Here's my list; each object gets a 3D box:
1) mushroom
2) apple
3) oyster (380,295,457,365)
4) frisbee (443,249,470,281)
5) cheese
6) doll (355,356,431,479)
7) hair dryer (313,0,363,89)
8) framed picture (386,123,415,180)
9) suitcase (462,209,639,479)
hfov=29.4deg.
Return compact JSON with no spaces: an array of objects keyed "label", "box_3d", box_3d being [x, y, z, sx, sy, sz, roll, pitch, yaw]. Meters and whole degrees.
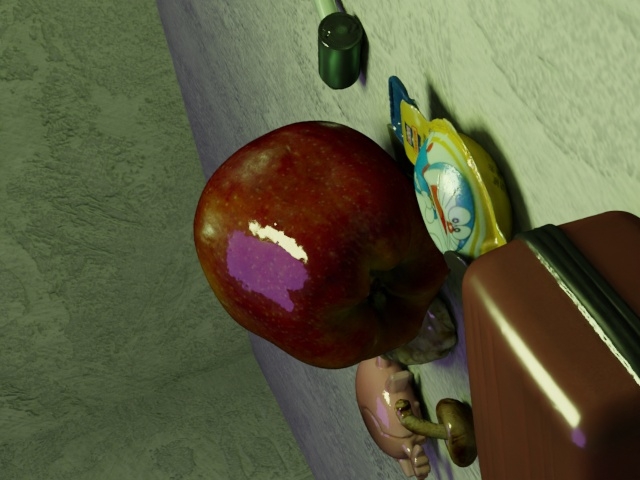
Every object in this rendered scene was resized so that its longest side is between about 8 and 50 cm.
[{"label":"mushroom","box_3d":[0.162,0.242,1.630,0.129,0.073,0.088,36,-179,5]},{"label":"apple","box_3d":[0.000,0.000,1.479,0.317,0.288,0.288,38,148,47]},{"label":"oyster","box_3d":[0.078,0.086,1.704,0.341,0.110,0.166,39,155,47]},{"label":"frisbee","box_3d":[0.210,0.106,1.213,0.187,0.012,0.211,41,170,44]},{"label":"cheese","box_3d":[0.130,-0.064,1.261,0.177,0.069,0.270,81,165,-48]},{"label":"doll","box_3d":[0.112,0.267,1.922,0.262,0.093,0.211,-121,19,-51]},{"label":"hair dryer","box_3d":[0.008,-0.299,1.577,0.100,0.057,0.198,94,163,-66]},{"label":"framed picture","box_3d":[0.105,-0.107,1.505,0.089,0.006,0.066,-138,30,-71]},{"label":"suitcase","box_3d":[0.219,0.148,0.915,0.236,0.161,0.297,-120,16,-49]}]
